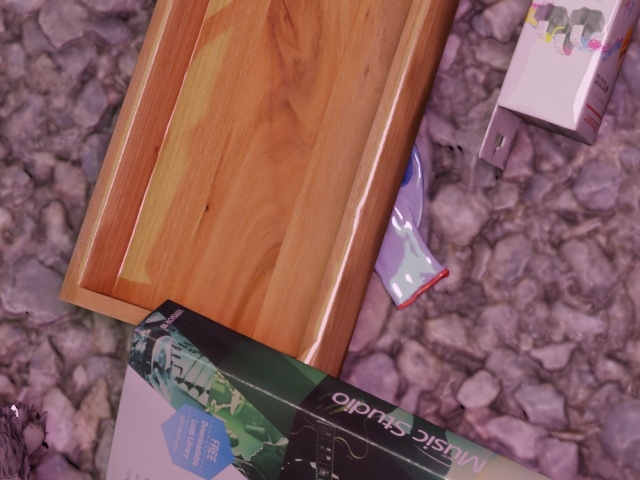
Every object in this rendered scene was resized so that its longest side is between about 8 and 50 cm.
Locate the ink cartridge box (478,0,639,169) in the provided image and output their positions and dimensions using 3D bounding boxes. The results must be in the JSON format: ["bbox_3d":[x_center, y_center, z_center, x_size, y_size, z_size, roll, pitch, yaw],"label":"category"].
[{"bbox_3d":[0.175,-0.130,1.394,0.061,0.104,0.181,20,92,16],"label":"ink cartridge box"}]

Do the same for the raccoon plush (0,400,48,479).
[{"bbox_3d":[-0.418,0.199,1.488,0.446,0.216,0.299,19,83,15],"label":"raccoon plush"}]

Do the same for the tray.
[{"bbox_3d":[-0.025,-0.119,1.446,0.203,0.076,0.411,17,87,20],"label":"tray"}]

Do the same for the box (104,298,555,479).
[{"bbox_3d":[-0.001,0.205,1.388,0.322,0.058,0.232,23,124,14],"label":"box"}]

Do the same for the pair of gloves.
[{"bbox_3d":[0.000,0.000,1.474,0.198,0.023,0.159,-34,79,11],"label":"pair of gloves"}]
